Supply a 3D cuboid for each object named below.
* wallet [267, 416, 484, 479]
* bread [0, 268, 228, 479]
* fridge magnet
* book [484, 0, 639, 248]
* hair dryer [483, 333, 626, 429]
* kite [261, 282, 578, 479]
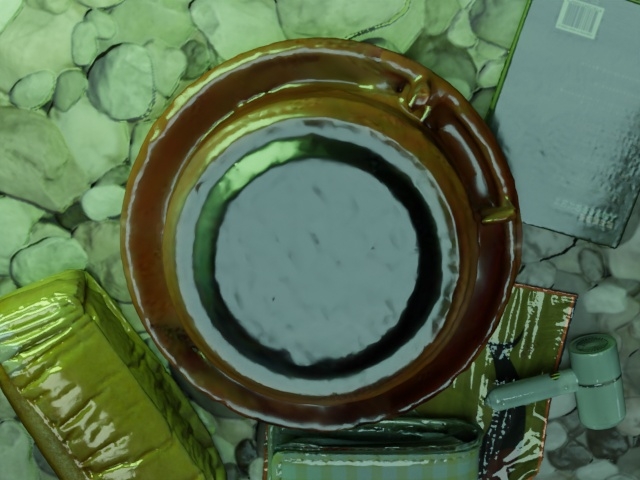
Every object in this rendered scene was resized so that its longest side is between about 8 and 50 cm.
[{"bbox_3d":[0.050,0.320,1.697,0.223,0.077,0.310,0,113,-1],"label":"wallet"},{"bbox_3d":[-0.201,0.161,1.611,0.119,0.152,0.288,-32,106,5],"label":"bread"},{"bbox_3d":[0.000,0.000,1.547,0.363,0.155,0.364,0,102,1],"label":"fridge magnet"},{"bbox_3d":[0.236,-0.116,1.575,0.160,0.024,0.228,17,108,-4],"label":"book"},{"bbox_3d":[0.220,0.145,1.640,0.137,0.047,0.082,-12,110,-6],"label":"hair dryer"},{"bbox_3d":[0.078,0.141,1.671,0.377,0.013,0.327,-38,103,13],"label":"kite"}]
